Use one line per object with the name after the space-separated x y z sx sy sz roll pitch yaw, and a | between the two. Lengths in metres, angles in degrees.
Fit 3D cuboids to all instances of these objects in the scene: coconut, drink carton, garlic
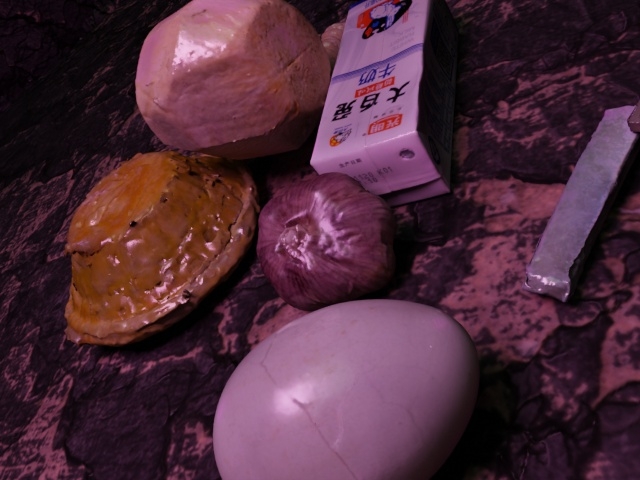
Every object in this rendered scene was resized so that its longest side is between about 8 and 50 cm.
-0.115 -0.204 0.720 0.237 0.237 0.197 -3 95 37 | coconut
0.088 -0.186 0.695 0.131 0.106 0.314 -13 46 31 | drink carton
0.000 0.000 0.583 0.159 0.102 0.147 16 83 36 | garlic

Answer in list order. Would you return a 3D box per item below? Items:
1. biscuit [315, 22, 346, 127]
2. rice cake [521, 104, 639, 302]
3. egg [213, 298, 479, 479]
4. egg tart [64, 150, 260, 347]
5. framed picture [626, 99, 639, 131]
0.000 -0.245 0.860 0.061 0.055 0.219 -22 40 46 | biscuit
0.233 -0.036 0.494 0.043 0.034 0.210 19 66 37 | rice cake
0.019 0.123 0.423 0.209 0.151 0.151 -34 39 5 | egg
-0.235 -0.017 0.776 0.342 0.132 0.341 -22 40 20 | egg tart
0.400 -0.144 0.425 0.260 0.023 0.189 16 61 47 | framed picture
